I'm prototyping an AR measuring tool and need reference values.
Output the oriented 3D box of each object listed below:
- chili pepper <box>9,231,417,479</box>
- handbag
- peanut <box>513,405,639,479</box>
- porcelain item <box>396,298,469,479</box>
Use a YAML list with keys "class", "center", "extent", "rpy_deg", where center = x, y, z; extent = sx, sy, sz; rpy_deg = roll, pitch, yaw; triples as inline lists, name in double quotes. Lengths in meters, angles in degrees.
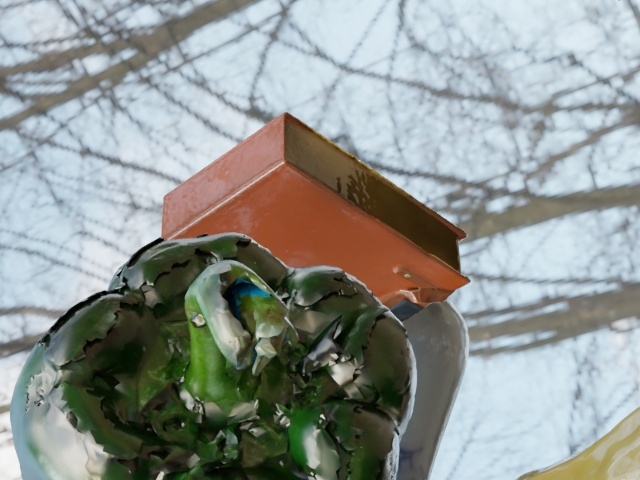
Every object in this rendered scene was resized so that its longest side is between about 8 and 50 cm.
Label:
- class: "chili pepper"
  center: [-0.038, 0.077, 0.668]
  extent: [0.174, 0.261, 0.165]
  rpy_deg: [36, -130, 16]
- class: "handbag"
  center: [0.000, 0.000, 1.041]
  extent: [0.190, 0.127, 0.063]
  rpy_deg: [32, -138, -33]
- class: "peanut"
  center: [0.145, 0.125, 0.539]
  extent: [0.158, 0.340, 0.174]
  rpy_deg: [44, -135, -9]
- class: "porcelain item"
  center: [0.046, 0.132, 1.188]
  extent: [0.141, 0.141, 0.259]
  rpy_deg: [22, -115, -45]
